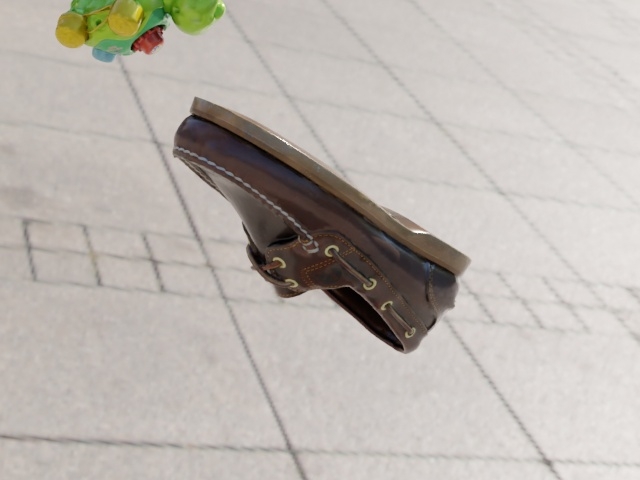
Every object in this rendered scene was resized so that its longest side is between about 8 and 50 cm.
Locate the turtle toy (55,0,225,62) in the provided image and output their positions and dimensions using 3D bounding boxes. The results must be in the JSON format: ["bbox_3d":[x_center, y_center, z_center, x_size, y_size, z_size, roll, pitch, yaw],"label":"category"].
[{"bbox_3d":[-0.136,-0.178,0.947,0.130,0.066,0.095,-6,52,27],"label":"turtle toy"}]

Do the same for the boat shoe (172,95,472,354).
[{"bbox_3d":[0.000,0.000,0.648,0.207,0.073,0.073,32,0,-37],"label":"boat shoe"}]
